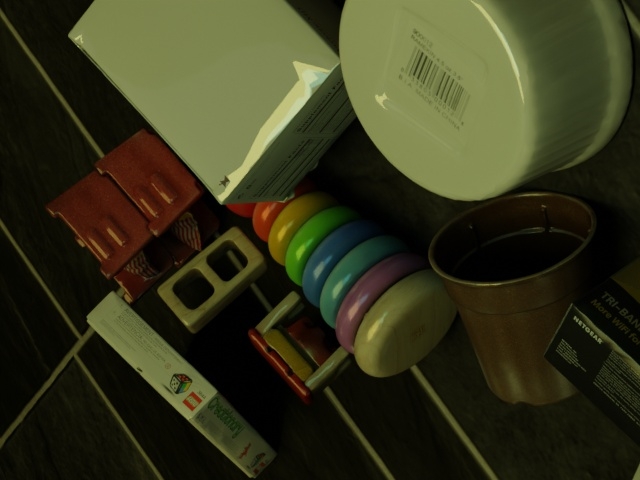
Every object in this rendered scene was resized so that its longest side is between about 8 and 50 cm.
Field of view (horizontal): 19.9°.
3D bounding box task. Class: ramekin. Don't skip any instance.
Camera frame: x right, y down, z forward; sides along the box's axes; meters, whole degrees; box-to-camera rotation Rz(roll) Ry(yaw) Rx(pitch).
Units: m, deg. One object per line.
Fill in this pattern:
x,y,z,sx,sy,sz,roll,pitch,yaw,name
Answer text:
0.145,-0.172,1.727,0.277,0.135,0.277,29,134,35,ramekin

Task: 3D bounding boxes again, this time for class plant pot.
0.206,0.064,1.805,0.167,0.167,0.165,14,131,44,plant pot

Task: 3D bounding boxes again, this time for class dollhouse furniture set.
-0.135,0.063,2.142,0.374,0.152,0.201,48,174,13,dollhouse furniture set

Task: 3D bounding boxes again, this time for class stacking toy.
0.000,0.000,2.030,0.330,0.141,0.141,43,141,28,stacking toy

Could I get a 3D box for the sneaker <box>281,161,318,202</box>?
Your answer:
-0.020,-0.110,1.997,0.061,0.053,0.152,36,103,22,sneaker

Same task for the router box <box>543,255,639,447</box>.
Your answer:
0.385,0.126,1.558,0.309,0.243,0.081,44,141,20,router box

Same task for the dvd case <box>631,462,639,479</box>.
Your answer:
0.402,0.242,1.796,0.179,0.029,0.239,39,139,25,dvd case

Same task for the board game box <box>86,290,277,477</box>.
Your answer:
-0.169,0.186,2.283,0.193,0.053,0.305,42,173,23,board game box

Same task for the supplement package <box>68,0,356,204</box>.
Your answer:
-0.092,-0.200,1.914,0.262,0.145,0.204,47,111,16,supplement package
